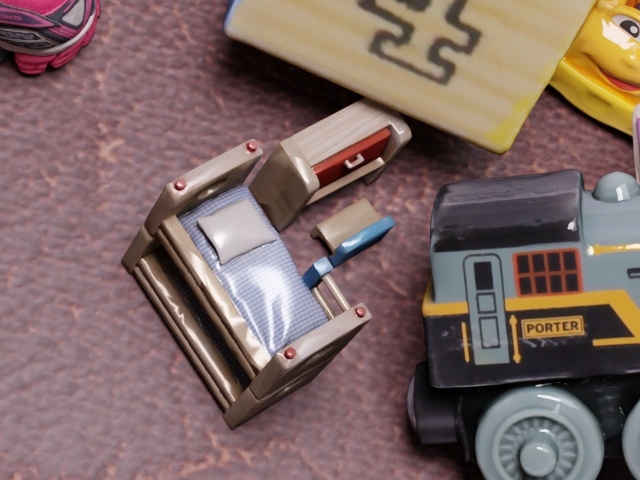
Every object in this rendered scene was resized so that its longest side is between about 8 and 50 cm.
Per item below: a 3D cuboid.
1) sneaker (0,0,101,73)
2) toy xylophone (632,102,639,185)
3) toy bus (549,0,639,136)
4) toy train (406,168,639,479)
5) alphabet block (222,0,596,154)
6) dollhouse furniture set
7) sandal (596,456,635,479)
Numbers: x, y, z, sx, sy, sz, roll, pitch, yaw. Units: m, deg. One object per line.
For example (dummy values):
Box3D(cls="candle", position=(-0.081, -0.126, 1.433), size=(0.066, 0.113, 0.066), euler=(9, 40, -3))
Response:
Box3D(cls="sneaker", position=(-0.248, -0.236, 1.199), size=(0.299, 0.112, 0.121), euler=(40, 78, 2))
Box3D(cls="toy xylophone", position=(0.344, -0.083, 1.293), size=(0.322, 0.081, 0.236), euler=(-1, 93, -37))
Box3D(cls="toy bus", position=(0.257, -0.202, 1.312), size=(0.149, 0.211, 0.220), euler=(32, 64, -6))
Box3D(cls="toy train", position=(0.211, 0.048, 1.158), size=(0.333, 0.142, 0.190), euler=(-5, 108, 11))
Box3D(cls="alphabet block", position=(0.071, -0.204, 1.228), size=(0.197, 0.193, 0.192), euler=(22, 33, -9))
Box3D(cls="dollhouse furniture set", position=(0.000, 0.000, 1.189), size=(0.183, 0.129, 0.129), euler=(-30, 81, -26))
Box3D(cls="sandal", position=(0.277, 0.127, 1.267), size=(0.219, 0.060, 0.090), euler=(-8, 71, -16))
